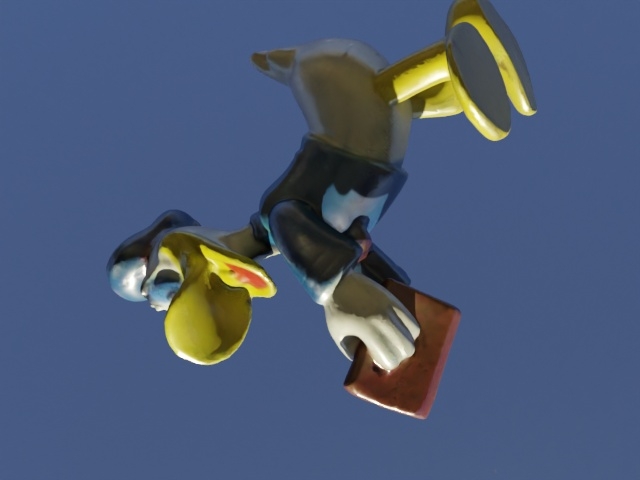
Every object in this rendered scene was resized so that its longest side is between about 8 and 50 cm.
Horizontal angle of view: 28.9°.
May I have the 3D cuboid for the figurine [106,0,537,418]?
[{"bbox_3d":[0.000,0.000,0.909,0.338,0.204,0.283,-18,-94,21],"label":"figurine"}]
